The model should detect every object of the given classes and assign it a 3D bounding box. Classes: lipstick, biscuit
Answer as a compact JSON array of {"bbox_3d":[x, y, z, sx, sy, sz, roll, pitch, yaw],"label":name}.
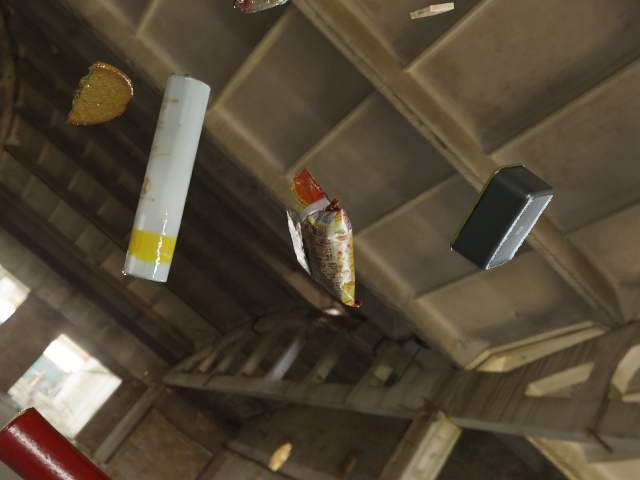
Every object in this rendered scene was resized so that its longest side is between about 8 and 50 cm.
[{"bbox_3d":[-0.198,-0.081,0.837,0.059,0.264,0.059,13,-3,1],"label":"lipstick"},{"bbox_3d":[-0.494,-0.327,1.469,0.206,0.126,0.025,-40,-123,41],"label":"biscuit"},{"bbox_3d":[-0.342,0.334,0.891,0.241,0.080,0.080,44,-24,-4],"label":"lipstick"}]

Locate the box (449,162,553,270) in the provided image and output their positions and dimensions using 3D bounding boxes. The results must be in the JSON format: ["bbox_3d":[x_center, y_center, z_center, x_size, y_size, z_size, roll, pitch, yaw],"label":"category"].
[{"bbox_3d":[0.358,-0.043,1.272,0.090,0.144,0.201,42,-59,27],"label":"box"}]

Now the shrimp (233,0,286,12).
[{"bbox_3d":[-0.144,-0.463,1.116,0.052,0.251,0.143,-135,-156,-73],"label":"shrimp"}]

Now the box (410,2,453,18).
[{"bbox_3d":[0.254,-0.522,1.469,0.058,0.093,0.015,-3,-73,47],"label":"box"}]

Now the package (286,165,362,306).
[{"bbox_3d":[-0.003,-0.002,1.420,0.223,0.108,0.288,44,-34,51],"label":"package"}]
